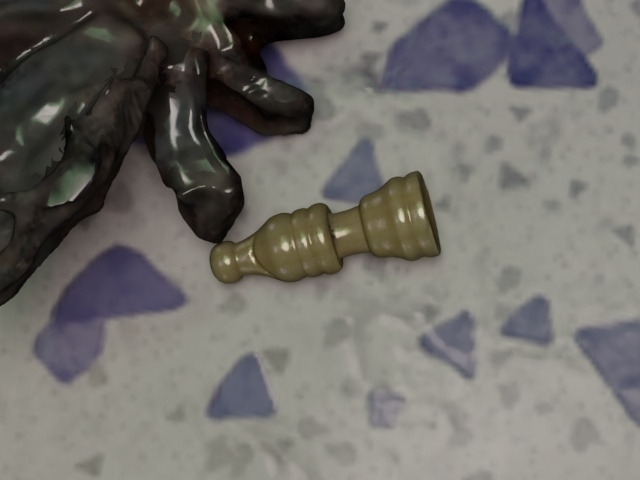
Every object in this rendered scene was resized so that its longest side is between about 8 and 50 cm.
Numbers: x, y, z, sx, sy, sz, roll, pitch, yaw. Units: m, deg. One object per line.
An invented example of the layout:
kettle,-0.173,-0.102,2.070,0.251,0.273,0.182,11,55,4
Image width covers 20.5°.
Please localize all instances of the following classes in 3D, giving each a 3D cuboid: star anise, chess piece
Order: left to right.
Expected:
star anise,-0.092,-0.090,0.699,0.198,0.110,0.257,42,70,0
chess piece,0.000,0.000,0.716,0.092,0.035,0.035,-14,75,8
